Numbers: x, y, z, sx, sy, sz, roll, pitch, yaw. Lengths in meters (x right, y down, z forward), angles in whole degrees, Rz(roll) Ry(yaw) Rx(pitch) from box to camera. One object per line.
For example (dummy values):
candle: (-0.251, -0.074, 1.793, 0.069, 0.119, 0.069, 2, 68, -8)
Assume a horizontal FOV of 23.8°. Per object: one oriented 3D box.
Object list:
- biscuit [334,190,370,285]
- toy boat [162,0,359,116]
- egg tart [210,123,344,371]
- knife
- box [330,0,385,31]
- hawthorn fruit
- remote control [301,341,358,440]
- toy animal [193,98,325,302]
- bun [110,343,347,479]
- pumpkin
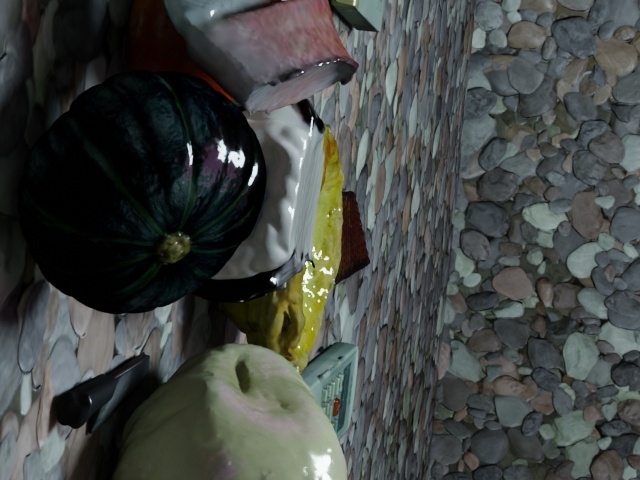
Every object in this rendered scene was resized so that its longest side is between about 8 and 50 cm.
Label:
biscuit: (0.000, 0.000, 1.952, 0.252, 0.070, 0.106, -23, 100, -75)
toy boat: (-0.090, -0.232, 1.182, 0.282, 0.096, 0.206, 61, 29, 6)
egg tart: (-0.051, 0.003, 1.663, 0.294, 0.123, 0.294, 8, 90, -82)
knife: (-0.188, 0.139, 1.356, 0.230, 0.028, 0.060, -33, 142, -78)
box: (0.066, -0.434, 2.087, 0.211, 0.045, 0.270, 7, 91, -78)
hawthorn fruit: (-0.108, -0.169, 1.289, 0.128, 0.128, 0.128, 8, 90, -78)
remote control: (-0.004, 0.246, 2.210, 0.344, 0.050, 0.145, -30, 128, -75)
toy animal: (-0.079, -0.044, 1.418, 0.208, 0.156, 0.204, 14, 82, -86)
bun: (-0.094, 0.271, 1.430, 0.361, 0.213, 0.361, 175, -90, -77)
pumpkin: (-0.130, -0.034, 1.133, 0.150, 0.194, 0.194, -95, -179, -45)
